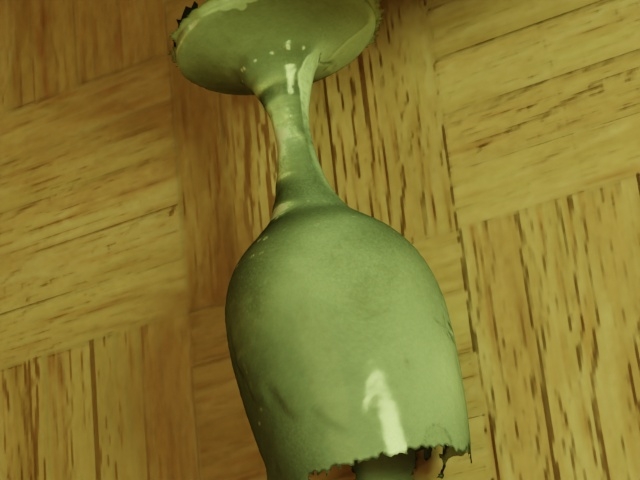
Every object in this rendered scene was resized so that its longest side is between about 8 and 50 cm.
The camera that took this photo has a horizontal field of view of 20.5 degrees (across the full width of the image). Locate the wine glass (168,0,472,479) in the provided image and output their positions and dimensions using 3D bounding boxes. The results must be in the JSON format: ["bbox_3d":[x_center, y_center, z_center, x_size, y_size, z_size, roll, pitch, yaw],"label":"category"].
[{"bbox_3d":[0.000,0.000,1.064,0.143,0.143,0.321,-21,64,23],"label":"wine glass"}]
